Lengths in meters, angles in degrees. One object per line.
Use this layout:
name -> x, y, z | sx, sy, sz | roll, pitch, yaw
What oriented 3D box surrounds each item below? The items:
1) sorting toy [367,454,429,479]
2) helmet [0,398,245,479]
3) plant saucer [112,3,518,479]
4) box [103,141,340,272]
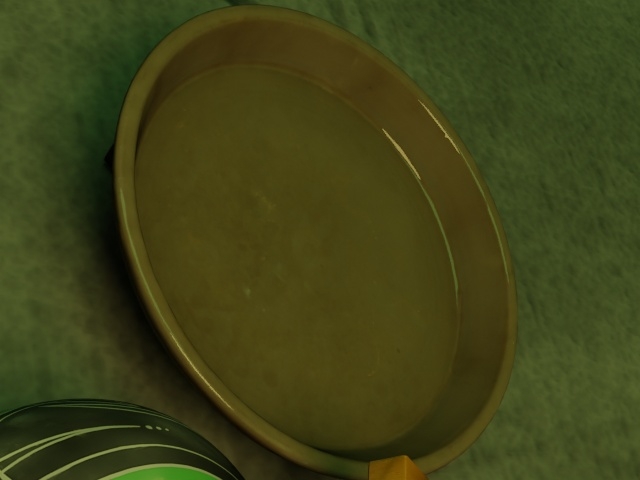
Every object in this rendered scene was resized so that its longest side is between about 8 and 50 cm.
sorting toy -> 0.045, 0.260, 0.512 | 0.229, 0.041, 0.307 | 52, 32, -42
helmet -> -0.096, 0.139, 0.483 | 0.169, 0.169, 0.161 | -38, 99, -45
plant saucer -> 0.000, 0.000, 0.702 | 0.278, 0.041, 0.278 | 21, 56, -34
box -> -0.039, -0.057, 0.763 | 0.116, 0.029, 0.162 | 42, 44, -1
